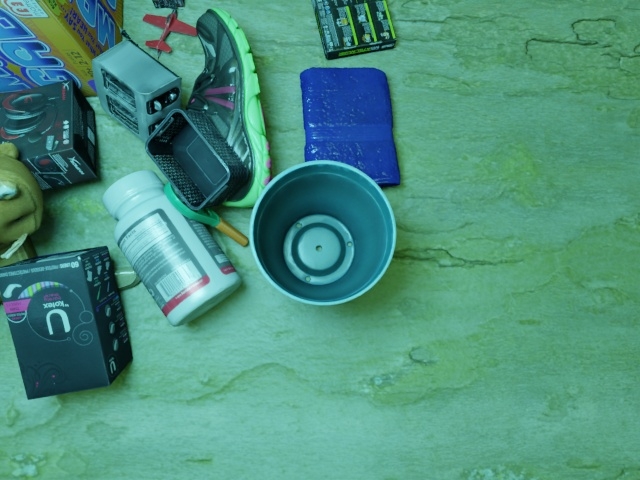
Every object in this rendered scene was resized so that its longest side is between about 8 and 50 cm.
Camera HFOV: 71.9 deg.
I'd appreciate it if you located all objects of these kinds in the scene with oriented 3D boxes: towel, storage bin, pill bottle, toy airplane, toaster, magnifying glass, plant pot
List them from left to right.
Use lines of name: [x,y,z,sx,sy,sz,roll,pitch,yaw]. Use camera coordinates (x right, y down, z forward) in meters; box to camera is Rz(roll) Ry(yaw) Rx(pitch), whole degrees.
toaster: [-0.416,-0.343,1.006,0.186,0.168,0.110,38,58,3]
toy airplane: [-0.392,-0.530,1.115,0.151,0.028,0.151,0,80,-1]
pill bottle: [-0.329,0.011,0.959,0.176,0.176,0.318,-35,84,-7]
storage bin: [-0.253,-0.166,0.909,0.122,0.084,0.180,-40,86,21]
magnifying glass: [-0.246,-0.053,0.971,0.026,0.231,0.092,-39,42,15]
plant pot: [0.000,0.000,0.935,0.272,0.255,0.271,0,82,-2]
towel: [0.067,-0.267,1.077,0.228,0.076,0.308,-3,81,-10]

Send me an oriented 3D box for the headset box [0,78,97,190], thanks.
headset box: [-0.671,-0.216,0.983,0.293,0.110,0.218,-14,62,-4]

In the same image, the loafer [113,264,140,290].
loafer: [-0.484,0.091,1.003,0.148,0.050,0.056,-13,82,-4]

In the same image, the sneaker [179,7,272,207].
sneaker: [-0.236,-0.311,1.011,0.202,0.185,0.482,-9,81,-8]

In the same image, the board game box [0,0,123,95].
board game box: [-0.671,-0.553,0.939,0.357,0.356,0.356,-3,80,-3]

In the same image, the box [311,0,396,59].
box: [0.084,-0.573,1.136,0.184,0.045,0.190,-13,81,-7]

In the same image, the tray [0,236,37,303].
tray: [-0.847,0.085,0.947,0.411,0.076,0.202,-25,83,-16]

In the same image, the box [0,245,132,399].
box: [-0.517,0.162,0.910,0.165,0.143,0.270,-9,99,-3]

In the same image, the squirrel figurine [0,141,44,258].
squirrel figurine: [-0.715,-0.076,0.753,0.370,0.397,0.281,-25,40,-11]

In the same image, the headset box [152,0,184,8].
headset box: [-0.386,-0.633,1.130,0.083,0.032,0.062,-5,82,-4]
